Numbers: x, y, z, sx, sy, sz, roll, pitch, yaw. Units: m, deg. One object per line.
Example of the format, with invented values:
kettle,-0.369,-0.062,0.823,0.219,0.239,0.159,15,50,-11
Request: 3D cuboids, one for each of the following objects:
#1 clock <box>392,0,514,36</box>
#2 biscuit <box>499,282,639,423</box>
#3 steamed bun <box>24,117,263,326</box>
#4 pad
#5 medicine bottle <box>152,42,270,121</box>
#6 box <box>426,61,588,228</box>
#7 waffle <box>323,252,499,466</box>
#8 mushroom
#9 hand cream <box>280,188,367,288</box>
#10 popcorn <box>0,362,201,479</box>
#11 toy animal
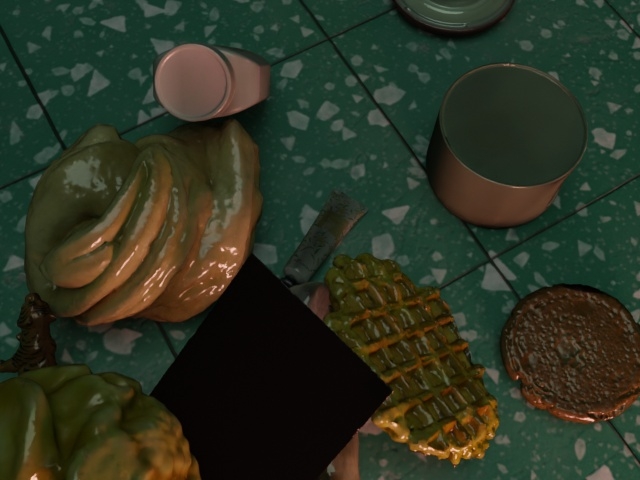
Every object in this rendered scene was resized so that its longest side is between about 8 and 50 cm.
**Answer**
clock,0.241,-0.480,1.464,0.244,0.056,0.244,1,65,-3
biscuit,0.378,0.165,1.183,0.226,0.042,0.225,1,67,-3
steamed bun,-0.263,-0.044,1.157,0.372,0.230,0.324,-10,63,-4
pad,-0.101,0.229,1.023,0.247,0.007,0.367,43,113,16
medicine bottle,-0.167,-0.245,1.211,0.161,0.296,0.111,2,104,3
box,0.289,-0.148,1.262,0.226,0.149,0.226,1,66,-2
waffle,0.123,0.155,1.096,0.307,0.060,0.311,25,41,-30
mushroom,0.009,0.208,1.108,0.159,0.122,0.328,-3,67,1
hand cream,0.000,0.000,1.245,0.067,0.042,0.194,29,64,12
popcorn,-0.303,0.298,0.959,0.334,0.293,0.292,-38,56,19
toy animal,-0.395,0.193,1.091,0.057,0.099,0.241,-7,89,-49
